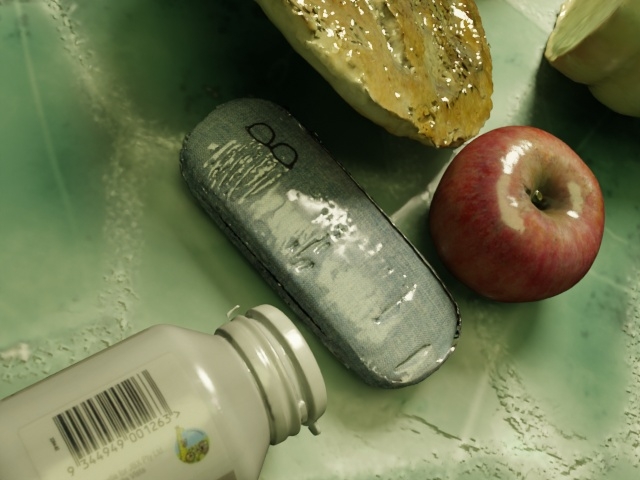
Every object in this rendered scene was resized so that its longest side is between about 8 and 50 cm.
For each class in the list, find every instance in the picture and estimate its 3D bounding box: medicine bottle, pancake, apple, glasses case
[{"bbox_3d":[-0.107,0.129,0.508,0.215,0.135,0.135,-26,79,-25],"label":"medicine bottle"},{"bbox_3d":[0.039,-0.225,0.661,0.356,0.065,0.356,31,41,-31],"label":"pancake"},{"bbox_3d":[0.167,-0.018,0.664,0.153,0.120,0.153,8,71,-23],"label":"apple"},{"bbox_3d":[0.000,0.000,0.631,0.109,0.067,0.282,-40,84,-24],"label":"glasses case"}]

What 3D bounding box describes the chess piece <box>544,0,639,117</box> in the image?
[{"bbox_3d":[0.467,-0.147,0.765,0.442,0.234,0.234,34,63,-7],"label":"chess piece"}]
